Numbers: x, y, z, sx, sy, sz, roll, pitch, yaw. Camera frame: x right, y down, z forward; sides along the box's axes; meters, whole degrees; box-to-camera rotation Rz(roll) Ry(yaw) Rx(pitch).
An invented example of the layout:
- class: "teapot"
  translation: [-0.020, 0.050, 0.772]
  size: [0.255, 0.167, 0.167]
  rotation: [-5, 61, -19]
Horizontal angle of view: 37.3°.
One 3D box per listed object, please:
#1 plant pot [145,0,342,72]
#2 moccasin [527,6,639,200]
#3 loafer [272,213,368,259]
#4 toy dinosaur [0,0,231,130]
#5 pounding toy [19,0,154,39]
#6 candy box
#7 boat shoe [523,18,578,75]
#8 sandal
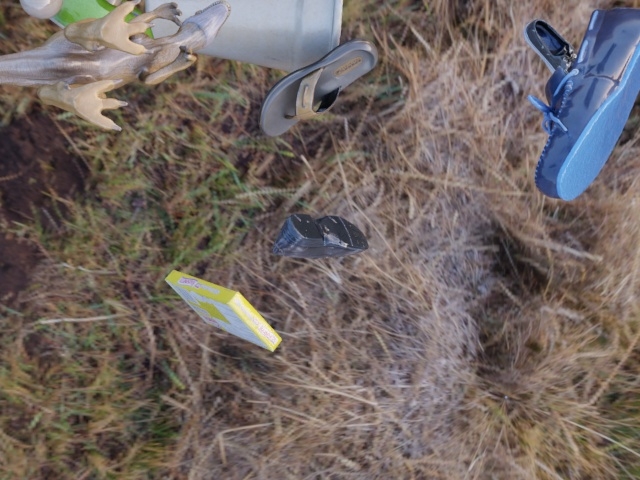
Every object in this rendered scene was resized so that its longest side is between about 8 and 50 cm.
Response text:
- class: "plant pot"
  translation: [-0.126, -0.424, 1.565]
  size: [0.306, 0.334, 0.333]
  rotation: [2, 81, -5]
- class: "moccasin"
  translation: [0.378, -0.197, 1.364]
  size: [0.117, 0.137, 0.342]
  rotation: [20, 60, 28]
- class: "loafer"
  translation: [0.000, 0.000, 1.413]
  size: [0.061, 0.170, 0.062]
  rotation: [-45, 52, 33]
- class: "toy dinosaur"
  translation: [-0.140, -0.094, 0.515]
  size: [0.212, 0.112, 0.064]
  rotation: [-11, 105, -26]
- class: "pounding toy"
  translation: [-0.304, -0.337, 1.276]
  size: [0.110, 0.237, 0.183]
  rotation: [-56, 50, 14]
- class: "candy box"
  translation: [-0.144, 0.098, 1.371]
  size: [0.027, 0.105, 0.206]
  rotation: [-51, 31, -17]
- class: "boat shoe"
  translation: [0.375, -0.290, 1.484]
  size: [0.142, 0.040, 0.049]
  rotation: [43, 81, 1]
- class: "sandal"
  translation: [-0.002, -0.226, 1.456]
  size: [0.219, 0.090, 0.060]
  rotation: [-30, 55, 10]
